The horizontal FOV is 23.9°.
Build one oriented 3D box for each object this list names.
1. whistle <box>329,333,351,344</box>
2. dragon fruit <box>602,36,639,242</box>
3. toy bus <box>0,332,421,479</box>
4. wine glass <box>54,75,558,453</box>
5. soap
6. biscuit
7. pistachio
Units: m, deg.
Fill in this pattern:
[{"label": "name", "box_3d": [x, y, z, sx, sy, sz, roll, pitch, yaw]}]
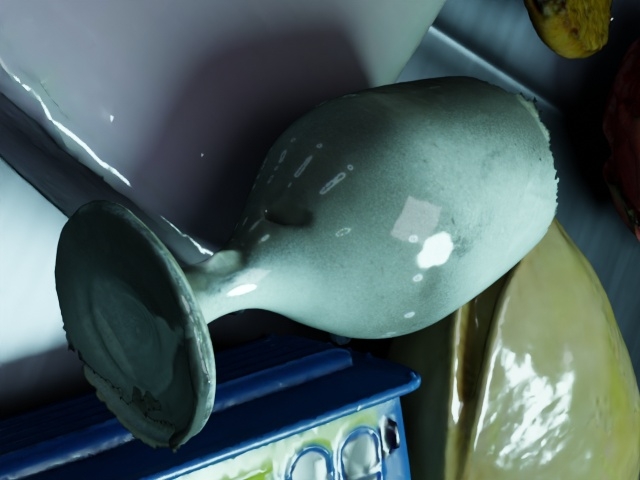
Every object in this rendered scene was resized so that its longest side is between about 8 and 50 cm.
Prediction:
[{"label": "whistle", "box_3d": [0.024, -0.016, 0.902, 0.090, 0.090, 0.158, 8, 91, -40]}, {"label": "dragon fruit", "box_3d": [0.311, -0.080, 1.022, 0.233, 0.293, 0.234, 2, 79, -9]}, {"label": "toy bus", "box_3d": [-0.083, 0.162, 0.801, 0.287, 0.138, 0.175, -15, 106, -37]}, {"label": "wine glass", "box_3d": [0.000, 0.000, 0.729, 0.241, 0.126, 0.126, -23, 110, -37]}, {"label": "soap", "box_3d": [-0.069, -0.156, 0.790, 0.285, 0.107, 0.296, 47, 67, -34]}, {"label": "biscuit", "box_3d": [0.145, -0.217, 0.959, 0.212, 0.036, 0.212, -10, 90, -67]}, {"label": "pistachio", "box_3d": [0.109, 0.104, 0.910, 0.260, 0.162, 0.213, 69, 29, -48]}]
